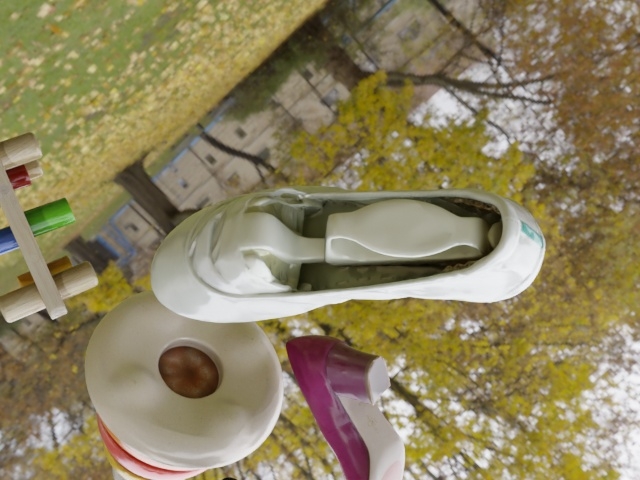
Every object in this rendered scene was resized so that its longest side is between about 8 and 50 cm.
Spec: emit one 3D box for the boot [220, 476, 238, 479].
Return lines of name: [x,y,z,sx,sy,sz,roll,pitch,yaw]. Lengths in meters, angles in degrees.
boot: [-0.122,0.548,1.111,0.260,0.348,0.131,-36,164,-48]

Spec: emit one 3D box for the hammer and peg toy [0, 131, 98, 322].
hammer and peg toy: [-0.434,-0.064,1.063,0.127,0.361,0.266,-24,-176,-19]

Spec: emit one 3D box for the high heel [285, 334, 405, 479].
high heel: [0.042,0.336,1.347,0.181,0.377,0.127,11,-155,36]

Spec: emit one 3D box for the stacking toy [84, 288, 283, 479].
stacking toy: [-0.309,0.347,1.452,0.480,0.351,0.350,-56,-176,42]

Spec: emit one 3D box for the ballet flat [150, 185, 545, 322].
ballet flat: [0.000,0.000,0.712,0.400,0.139,0.139,-3,-149,17]
